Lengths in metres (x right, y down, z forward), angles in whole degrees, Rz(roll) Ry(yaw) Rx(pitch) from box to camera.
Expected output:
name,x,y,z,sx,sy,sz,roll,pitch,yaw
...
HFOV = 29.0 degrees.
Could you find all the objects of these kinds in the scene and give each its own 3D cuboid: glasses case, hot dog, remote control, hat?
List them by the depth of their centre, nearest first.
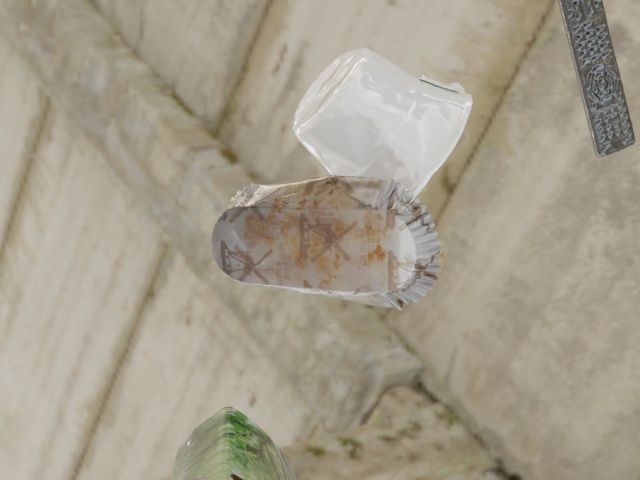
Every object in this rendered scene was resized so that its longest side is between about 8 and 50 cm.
name,x,y,z,sx,sy,sz,roll,pitch,yaw
glasses case,-0.050,0.192,0.782,0.062,0.272,0.095,-42,-80,6
hot dog,0.000,0.000,1.214,0.253,0.069,0.131,2,-81,29
hat,0.049,-0.123,1.311,0.203,0.126,0.203,-46,-158,24
remote control,0.351,-0.228,1.585,0.025,0.063,0.245,-158,-130,-70
